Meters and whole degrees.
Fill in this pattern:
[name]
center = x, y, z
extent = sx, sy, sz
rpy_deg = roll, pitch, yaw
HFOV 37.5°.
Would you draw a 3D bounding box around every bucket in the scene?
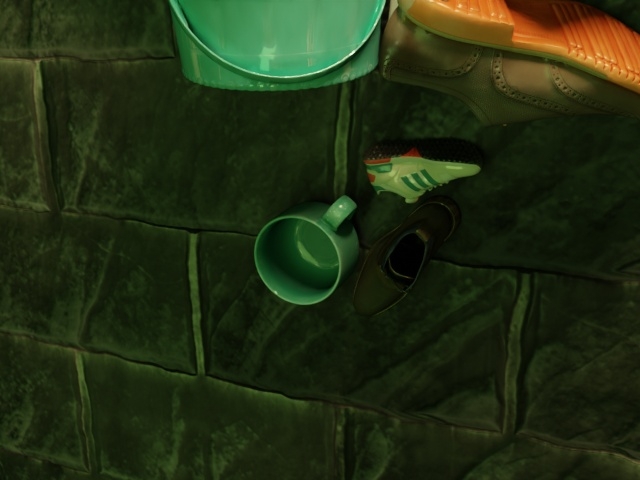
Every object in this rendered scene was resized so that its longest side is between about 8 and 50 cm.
[bucket]
center = -0.051, -0.292, 1.104
extent = 0.281, 0.281, 0.183
rpy_deg = 8, 116, 23

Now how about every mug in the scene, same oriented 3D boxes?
[mug]
center = -0.001, 0.009, 1.288
extent = 0.157, 0.097, 0.129
rpy_deg = -12, 103, 29

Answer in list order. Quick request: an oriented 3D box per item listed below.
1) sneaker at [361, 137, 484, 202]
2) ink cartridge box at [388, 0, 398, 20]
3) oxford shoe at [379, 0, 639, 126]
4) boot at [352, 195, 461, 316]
[sneaker]
center = 0.135, -0.087, 1.217
extent = 0.161, 0.057, 0.075
rpy_deg = 3, 127, 24
[ink cartridge box]
center = 0.159, -0.292, 1.101
extent = 0.139, 0.082, 0.191
rpy_deg = 14, 114, 20
[oxford shoe]
center = 0.240, -0.187, 1.036
extent = 0.363, 0.130, 0.133
rpy_deg = 17, 130, -10
[boot]
center = 0.093, 0.036, 1.247
extent = 0.082, 0.106, 0.219
rpy_deg = 40, 121, 7
